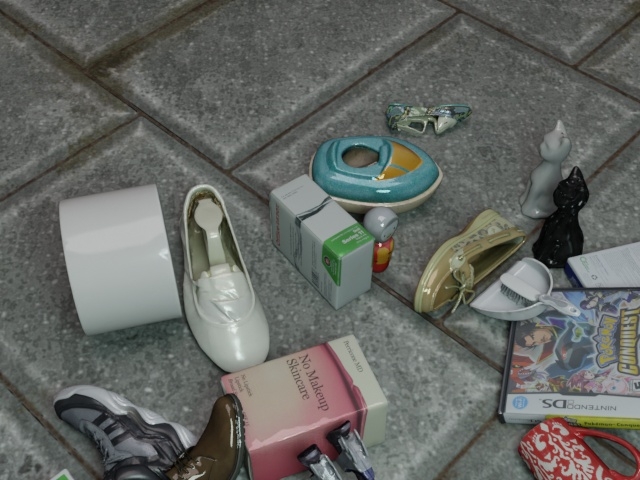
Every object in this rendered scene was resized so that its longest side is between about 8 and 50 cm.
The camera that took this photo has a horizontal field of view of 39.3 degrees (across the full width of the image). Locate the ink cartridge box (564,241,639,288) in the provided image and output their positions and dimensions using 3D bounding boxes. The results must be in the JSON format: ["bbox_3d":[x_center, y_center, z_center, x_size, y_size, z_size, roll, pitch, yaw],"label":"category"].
[{"bbox_3d":[0.596,0.099,1.638,0.224,0.045,0.223,-13,50,-10],"label":"ink cartridge box"}]

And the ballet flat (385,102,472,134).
[{"bbox_3d":[0.236,-0.260,1.950,0.188,0.070,0.070,0,49,3],"label":"ballet flat"}]

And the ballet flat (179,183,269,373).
[{"bbox_3d":[-0.189,0.054,1.622,0.139,0.139,0.400,-12,50,-10],"label":"ballet flat"}]

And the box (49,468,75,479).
[{"bbox_3d":[-0.375,0.416,1.325,0.087,0.102,0.101,-36,59,-25],"label":"box"}]

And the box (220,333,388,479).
[{"bbox_3d":[-0.026,0.271,1.435,0.232,0.127,0.149,-17,50,-14],"label":"box"}]

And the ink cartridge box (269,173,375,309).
[{"bbox_3d":[0.000,0.000,1.654,0.087,0.153,0.208,-30,56,-24],"label":"ink cartridge box"}]

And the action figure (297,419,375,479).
[{"bbox_3d":[0.079,0.407,1.292,0.185,0.099,0.285,-32,84,-27],"label":"action figure"}]

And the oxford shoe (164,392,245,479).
[{"bbox_3d":[-0.174,0.333,1.323,0.096,0.227,0.083,18,-4,-32],"label":"oxford shoe"}]

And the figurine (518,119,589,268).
[{"bbox_3d":[0.450,-0.093,1.697,0.092,0.209,0.215,-2,49,-2],"label":"figurine"}]

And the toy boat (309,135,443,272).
[{"bbox_3d":[0.111,-0.096,1.741,0.267,0.148,0.318,0,49,0],"label":"toy boat"}]

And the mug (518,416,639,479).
[{"bbox_3d":[0.404,0.355,1.374,0.150,0.113,0.169,-29,50,-9],"label":"mug"}]

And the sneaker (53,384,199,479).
[{"bbox_3d":[-0.326,0.331,1.397,0.268,0.101,0.153,20,49,13],"label":"sneaker"}]

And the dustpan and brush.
[{"bbox_3d":[0.374,0.099,1.571,0.147,0.060,0.211,-39,42,-17],"label":"dustpan and brush"}]

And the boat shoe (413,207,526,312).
[{"bbox_3d":[0.274,0.042,1.649,0.089,0.105,0.285,30,54,27],"label":"boat shoe"}]

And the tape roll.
[{"bbox_3d":[-0.346,0.032,1.565,0.169,0.246,0.246,-12,50,-10],"label":"tape roll"}]

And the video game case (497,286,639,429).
[{"bbox_3d":[0.441,0.191,1.515,0.248,0.035,0.275,-2,46,24],"label":"video game case"}]
